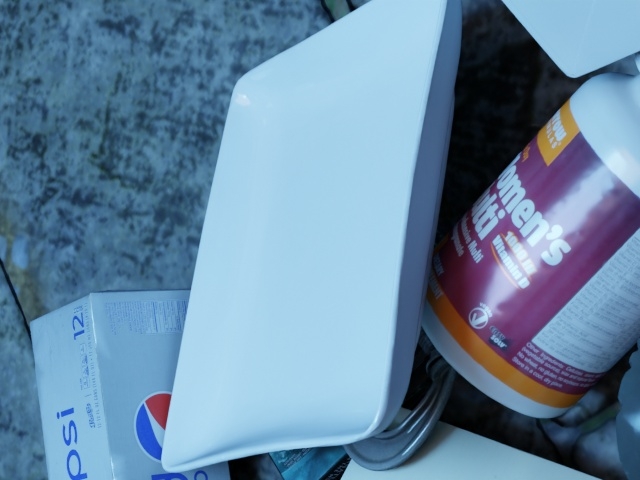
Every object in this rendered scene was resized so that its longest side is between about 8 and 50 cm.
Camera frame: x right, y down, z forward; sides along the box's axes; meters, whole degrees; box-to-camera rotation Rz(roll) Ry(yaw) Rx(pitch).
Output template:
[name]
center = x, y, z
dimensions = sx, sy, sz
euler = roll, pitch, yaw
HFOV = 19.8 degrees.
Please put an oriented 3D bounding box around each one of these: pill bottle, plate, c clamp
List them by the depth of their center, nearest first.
[pill bottle]
center = 0.161, -0.014, 1.015
dimensions = 0.221, 0.121, 0.121
euler = -50, 61, 24
[plate]
center = 0.000, 0.000, 1.103
dimensions = 0.277, 0.045, 0.278
euler = -20, 56, 59
[c clamp]
center = 0.037, 0.053, 1.111
dimensions = 0.137, 0.022, 0.161
euler = -43, 52, 21

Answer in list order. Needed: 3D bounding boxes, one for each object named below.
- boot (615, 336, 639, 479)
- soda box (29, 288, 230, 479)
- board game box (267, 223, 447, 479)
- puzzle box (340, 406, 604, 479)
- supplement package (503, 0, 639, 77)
[boot]
center = 0.304, -0.006, 0.815
dimensions = 0.260, 0.131, 0.348
euler = -6, 53, 48
[soda box]
center = -0.118, 0.180, 1.215
dimensions = 0.098, 0.091, 0.286
euler = -23, 72, 53
[board game box]
center = 0.019, 0.062, 1.174
dimensions = 0.186, 0.026, 0.126
euler = -46, 61, 25
[puzzle box]
center = 0.057, 0.310, 1.008
dimensions = 0.272, 0.052, 0.409
euler = 18, 71, 36
[supplement package]
center = 0.180, -0.229, 0.946
dimensions = 0.194, 0.149, 0.203
euler = -21, 39, 35
